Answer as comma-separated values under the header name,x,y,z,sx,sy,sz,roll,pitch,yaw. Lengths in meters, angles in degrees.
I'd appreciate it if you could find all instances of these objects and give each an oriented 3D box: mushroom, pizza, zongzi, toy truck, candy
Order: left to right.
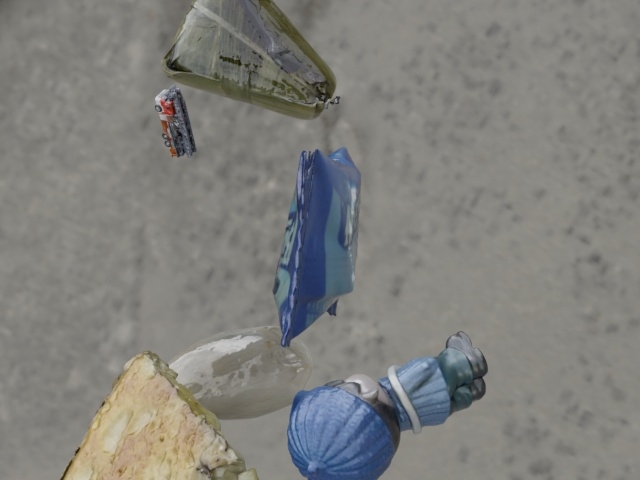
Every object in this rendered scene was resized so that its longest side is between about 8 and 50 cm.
name,x,y,z,sx,sy,sz,roll,pitch,yaw
pizza,-0.136,0.238,1.365,0.223,0.089,0.323,-5,59,45
toy truck,-0.145,-0.120,1.739,0.032,0.083,0.024,15,45,32
mushroom,-0.108,0.148,1.786,0.088,0.212,0.097,-15,95,68
zongzi,-0.051,-0.248,1.936,0.094,0.205,0.204,-23,-50,-80
candy,0.000,0.000,1.681,0.331,0.077,0.187,-47,-37,-83

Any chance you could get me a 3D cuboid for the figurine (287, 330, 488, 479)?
name,x,y,z,sx,sy,sz,roll,pitch,yaw
figurine,0.044,0.118,1.179,0.087,0.149,0.086,53,153,35
